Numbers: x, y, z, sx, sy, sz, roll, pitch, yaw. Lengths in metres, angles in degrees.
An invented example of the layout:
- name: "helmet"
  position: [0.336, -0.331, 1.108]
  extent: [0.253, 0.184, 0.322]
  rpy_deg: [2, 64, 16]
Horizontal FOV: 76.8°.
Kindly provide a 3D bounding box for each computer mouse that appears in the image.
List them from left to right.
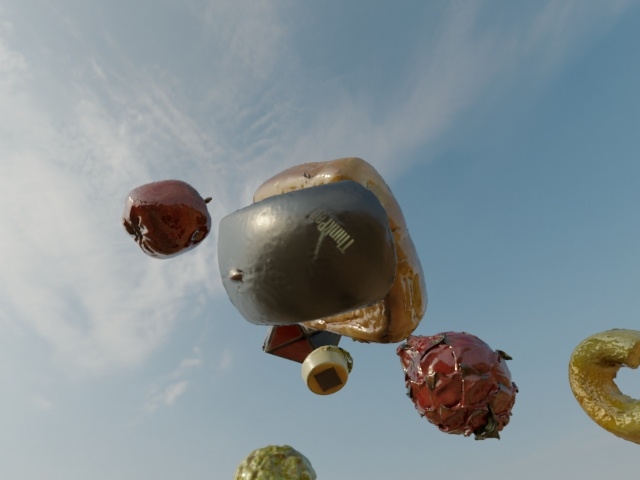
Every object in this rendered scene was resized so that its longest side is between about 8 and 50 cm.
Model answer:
- name: "computer mouse"
  position: [-0.040, 0.025, 0.526]
  extent: [0.270, 0.169, 0.100]
  rpy_deg: [-15, -4, 37]

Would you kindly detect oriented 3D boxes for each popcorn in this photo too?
- name: "popcorn"
  position: [-0.136, 0.771, 1.243]
  extent: [0.283, 0.282, 0.246]
  rpy_deg: [-1, -66, -7]

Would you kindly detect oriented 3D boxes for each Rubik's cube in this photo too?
- name: "Rubik's cube"
  position: [-0.064, 0.348, 1.810]
  extent: [0.307, 0.310, 0.304]
  rpy_deg: [17, -70, -4]

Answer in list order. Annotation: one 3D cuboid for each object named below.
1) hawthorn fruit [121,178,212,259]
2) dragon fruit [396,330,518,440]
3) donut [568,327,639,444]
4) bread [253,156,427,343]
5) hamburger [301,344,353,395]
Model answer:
- name: "hawthorn fruit"
  position: [-0.503, -0.080, 1.360]
  extent: [0.300, 0.275, 0.275]
  rpy_deg: [-29, -41, -20]
- name: "dragon fruit"
  position: [0.324, 0.336, 0.983]
  extent: [0.299, 0.244, 0.244]
  rpy_deg: [34, -42, 21]
- name: "donut"
  position: [0.473, 0.232, 0.644]
  extent: [0.078, 0.181, 0.146]
  rpy_deg: [12, -30, -31]
- name: "bread"
  position: [0.033, 0.010, 0.745]
  extent: [0.148, 0.327, 0.337]
  rpy_deg: [-25, 10, -36]
- name: "hamburger"
  position: [0.018, 0.341, 1.074]
  extent: [0.141, 0.081, 0.126]
  rpy_deg: [-41, -65, 9]
